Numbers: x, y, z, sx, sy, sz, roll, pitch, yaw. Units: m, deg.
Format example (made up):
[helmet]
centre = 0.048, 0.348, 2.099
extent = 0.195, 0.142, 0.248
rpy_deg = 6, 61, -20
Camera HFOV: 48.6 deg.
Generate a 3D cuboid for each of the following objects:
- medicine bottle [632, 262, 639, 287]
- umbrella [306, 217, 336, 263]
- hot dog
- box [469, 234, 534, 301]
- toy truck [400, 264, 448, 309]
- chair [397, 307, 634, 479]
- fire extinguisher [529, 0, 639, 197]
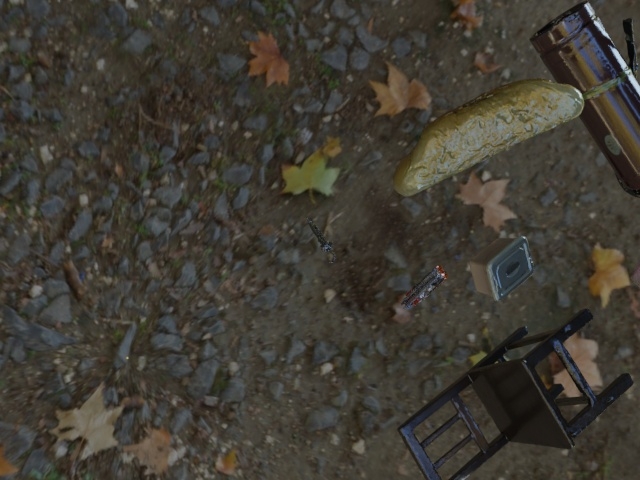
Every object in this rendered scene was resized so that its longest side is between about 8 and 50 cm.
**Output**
[medicine bottle]
centre = 0.841, 0.121, 1.468
extent = 0.212, 0.212, 0.325
rpy_deg = -29, 62, -18
[umbrella]
centre = 0.003, -0.004, 1.087
extent = 0.022, 0.149, 0.022
rpy_deg = 27, 71, 28
[hot dog]
centre = 0.191, -0.130, 0.843
extent = 0.242, 0.084, 0.073
rpy_deg = -25, 86, 2
[box]
centre = 0.344, 0.050, 1.354
extent = 0.122, 0.062, 0.089
rpy_deg = -34, 115, -30
[toy truck]
centre = 0.143, 0.067, 0.986
extent = 0.032, 0.083, 0.024
rpy_deg = -20, 68, -43
[chair]
centre = 0.403, 0.343, 1.475
extent = 0.416, 0.240, 0.203
rpy_deg = -32, 91, -28
[fire extinguisher]
centre = 0.456, -0.194, 1.054
extent = 0.341, 0.141, 0.105
rpy_deg = 53, 43, -8
